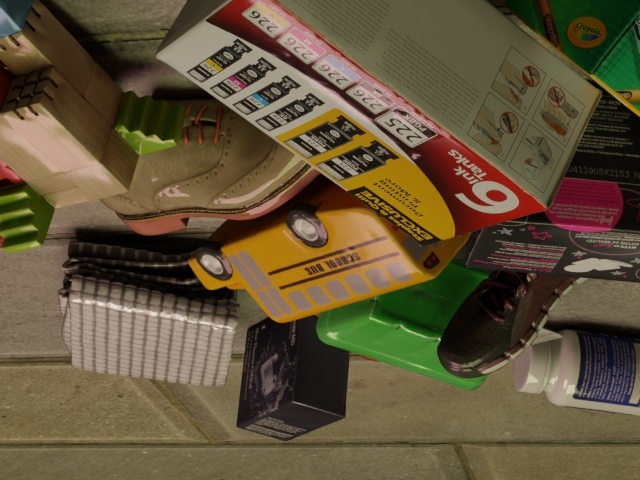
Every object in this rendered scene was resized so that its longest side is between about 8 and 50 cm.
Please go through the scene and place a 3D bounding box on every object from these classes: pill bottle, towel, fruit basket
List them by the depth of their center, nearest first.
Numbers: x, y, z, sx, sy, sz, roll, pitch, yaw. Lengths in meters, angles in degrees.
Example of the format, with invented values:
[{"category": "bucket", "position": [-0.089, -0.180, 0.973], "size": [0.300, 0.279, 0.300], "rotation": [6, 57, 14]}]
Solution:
[{"category": "fruit basket", "position": [0.093, 0.081, 1.882], "size": [0.327, 0.165, 0.353], "rotation": [19, 172, -17]}, {"category": "towel", "position": [-0.226, 0.094, 1.959], "size": [0.235, 0.121, 0.283], "rotation": [9, 155, -2]}, {"category": "pill bottle", "position": [0.373, 0.183, 2.062], "size": [0.187, 0.112, 0.112], "rotation": [8, 155, -9]}]

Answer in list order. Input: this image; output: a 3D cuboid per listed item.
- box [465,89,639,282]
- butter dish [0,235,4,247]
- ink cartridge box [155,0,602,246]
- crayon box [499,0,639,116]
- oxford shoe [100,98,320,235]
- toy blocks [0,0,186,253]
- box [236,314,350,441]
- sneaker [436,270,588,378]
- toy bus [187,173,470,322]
[{"category": "box", "position": [0.281, -0.057, 1.501], "size": [0.247, 0.163, 0.142], "rotation": [5, 158, -4]}, {"category": "butter dish", "position": [-0.448, -0.008, 1.769], "size": [0.160, 0.118, 0.160], "rotation": [16, 152, -26]}, {"category": "ink cartridge box", "position": [0.032, -0.136, 1.267], "size": [0.309, 0.130, 0.272], "rotation": [35, 157, -17]}, {"category": "crayon box", "position": [0.289, -0.153, 1.279], "size": [0.278, 0.165, 0.081], "rotation": [28, 106, -41]}, {"category": "oxford shoe", "position": [-0.123, -0.095, 1.536], "size": [0.348, 0.123, 0.130], "rotation": [-19, 139, 36]}, {"category": "toy blocks", "position": [-0.369, -0.134, 1.460], "size": [0.381, 0.190, 0.261], "rotation": [-12, 139, 29]}, {"category": "box", "position": [-0.037, 0.187, 2.081], "size": [0.093, 0.156, 0.158], "rotation": [20, 150, -28]}, {"category": "sneaker", "position": [0.218, 0.017, 1.642], "size": [0.106, 0.281, 0.162], "rotation": [40, 171, 45]}, {"category": "toy bus", "position": [0.000, 0.000, 1.561], "size": [0.130, 0.108, 0.333], "rotation": [51, 144, -15]}]
